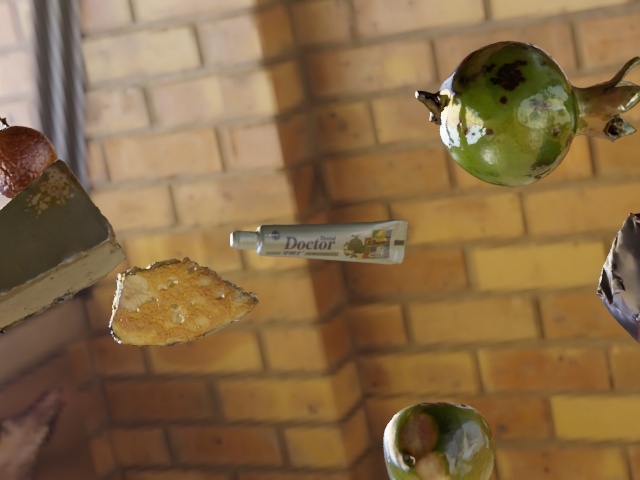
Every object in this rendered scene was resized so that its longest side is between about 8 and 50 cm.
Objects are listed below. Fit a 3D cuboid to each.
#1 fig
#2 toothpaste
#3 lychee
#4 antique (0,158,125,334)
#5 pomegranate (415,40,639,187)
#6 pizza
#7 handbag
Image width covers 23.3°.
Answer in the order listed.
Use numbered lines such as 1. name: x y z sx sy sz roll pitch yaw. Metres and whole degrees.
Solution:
1. fig: 0.207 0.420 2.680 0.206 0.275 0.206 -6 164 -2
2. toothpaste: 0.000 0.000 2.184 0.255 0.067 0.037 1 -163 -15
3. lychee: -0.427 -0.121 2.184 0.114 0.140 0.101 -1 162 -18
4. antique: -0.410 0.039 2.042 0.284 0.150 0.125 -36 162 -11
5. pomegranate: 0.217 -0.139 1.548 0.220 0.156 0.156 -24 -168 5
6. pizza: -0.146 0.059 1.567 0.160 0.099 0.036 -17 -155 9
7. handbag: 0.392 0.060 1.491 0.215 0.155 0.169 33 -160 36
